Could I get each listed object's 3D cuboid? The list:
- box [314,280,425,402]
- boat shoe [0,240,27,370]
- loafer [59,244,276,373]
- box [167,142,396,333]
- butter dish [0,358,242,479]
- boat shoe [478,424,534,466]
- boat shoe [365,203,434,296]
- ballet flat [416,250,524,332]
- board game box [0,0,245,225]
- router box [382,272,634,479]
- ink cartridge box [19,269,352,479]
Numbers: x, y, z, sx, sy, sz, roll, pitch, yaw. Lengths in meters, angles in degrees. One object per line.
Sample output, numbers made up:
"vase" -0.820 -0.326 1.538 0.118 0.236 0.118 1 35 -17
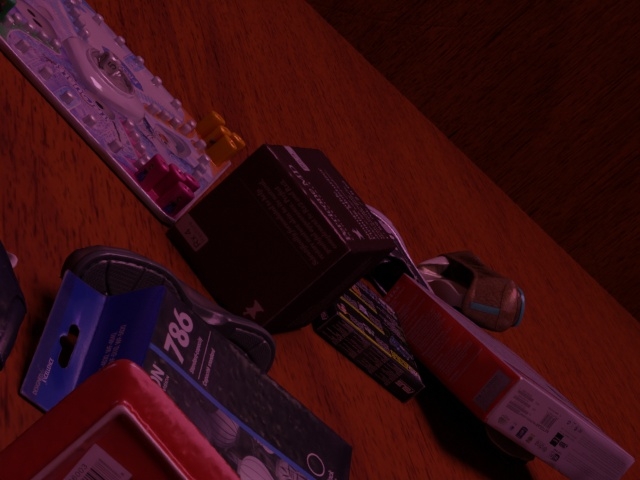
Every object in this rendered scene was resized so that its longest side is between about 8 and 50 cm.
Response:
"box" 0.053 0.110 2.019 0.191 0.045 0.184 41 19 -31
"boat shoe" -0.310 -0.013 1.158 0.158 0.127 0.340 48 21 -30
"loafer" -0.159 0.073 1.434 0.267 0.096 0.084 33 1 -42
"box" -0.042 -0.001 1.774 0.168 0.167 0.203 52 15 11
"butter dish" -0.152 0.189 1.072 0.160 0.160 0.118 49 -8 -2
"boat shoe" 0.269 0.304 2.164 0.133 0.042 0.049 34 39 -48
"boat shoe" 0.100 0.038 2.290 0.228 0.080 0.076 57 13 1
"ballet flat" 0.222 0.080 2.424 0.124 0.116 0.342 8 9 -15
"board game box" -0.270 -0.217 1.893 0.390 0.050 0.390 48 14 -6
"router box" 0.271 0.216 2.168 0.335 0.082 0.301 35 5 -41
"ink cartridge box" -0.106 0.163 1.305 0.333 0.065 0.165 41 34 -24
